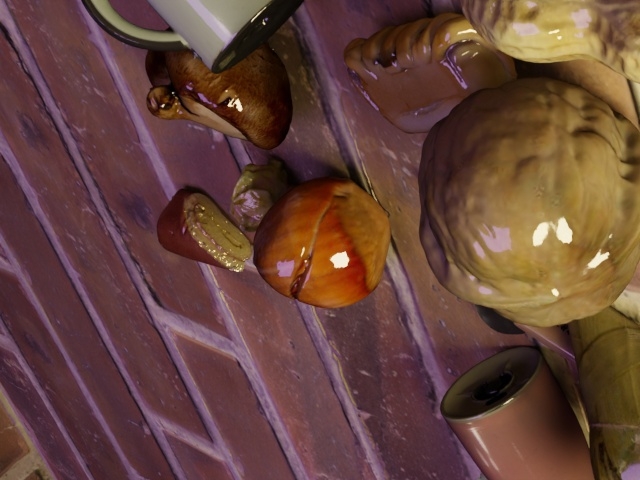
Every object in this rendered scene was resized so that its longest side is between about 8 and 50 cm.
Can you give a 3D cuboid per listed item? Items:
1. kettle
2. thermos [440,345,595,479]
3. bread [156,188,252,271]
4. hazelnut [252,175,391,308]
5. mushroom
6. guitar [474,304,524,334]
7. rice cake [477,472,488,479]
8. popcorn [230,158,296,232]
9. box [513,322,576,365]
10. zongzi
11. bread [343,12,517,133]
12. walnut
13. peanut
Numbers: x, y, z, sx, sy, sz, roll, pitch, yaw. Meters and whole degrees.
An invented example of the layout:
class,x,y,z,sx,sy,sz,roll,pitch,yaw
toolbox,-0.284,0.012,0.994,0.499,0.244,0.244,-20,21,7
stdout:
class,x,y,z,sx,sy,sz,roll,pitch,yaw
kettle,-0.163,-0.310,1.817,0.236,0.221,0.161,48,179,2
thermos,0.279,0.275,2.032,0.265,0.146,0.176,57,-167,-18
bread,-0.193,-0.016,2.419,0.192,0.067,0.119,10,135,51
hazelnut,0.000,0.000,2.050,0.182,0.182,0.182,36,151,23
mushroom,-0.119,-0.200,1.983,0.194,0.138,0.231,15,-174,-30
guitar,0.185,0.019,1.945,0.233,0.025,0.088,56,154,-16
rice cake,0.286,0.409,2.077,0.127,0.043,0.237,28,-152,-56
popcorn,-0.078,-0.056,2.169,0.097,0.109,0.089,-28,69,29
box,0.285,0.107,1.889,0.115,0.048,0.025,35,157,26
zongzi,0.396,0.140,1.725,0.274,0.145,0.300,-26,68,39
bread,0.123,-0.180,1.711,0.225,0.081,0.134,-2,131,55
walnut,0.212,-0.033,1.586,0.248,0.248,0.248,36,151,23
peanut,0.241,-0.207,1.434,0.298,0.136,0.120,22,143,40
